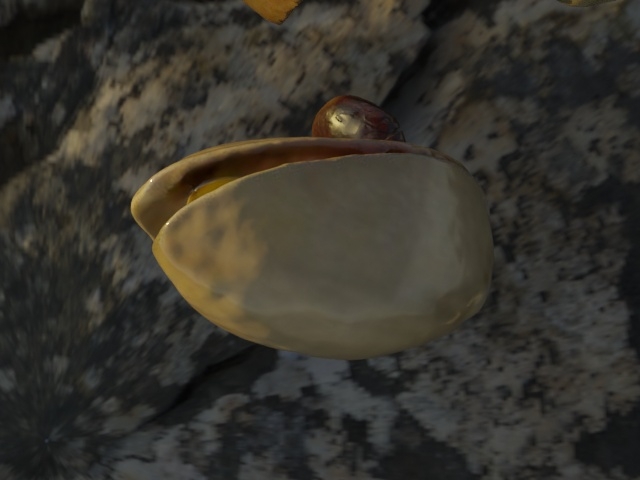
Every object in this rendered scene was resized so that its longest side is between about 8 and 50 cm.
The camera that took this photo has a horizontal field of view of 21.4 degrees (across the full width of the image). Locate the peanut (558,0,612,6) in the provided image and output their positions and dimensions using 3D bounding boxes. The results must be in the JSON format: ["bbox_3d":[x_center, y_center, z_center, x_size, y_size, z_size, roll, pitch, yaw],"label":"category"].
[{"bbox_3d":[0.082,-0.092,0.373,0.113,0.054,0.054,-36,90,-11],"label":"peanut"}]

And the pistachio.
[{"bbox_3d":[0.000,0.000,1.385,0.318,0.214,0.193,9,37,-36],"label":"pistachio"}]

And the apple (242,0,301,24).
[{"bbox_3d":[-0.021,-0.358,1.412,0.314,0.252,0.309,45,105,31],"label":"apple"}]

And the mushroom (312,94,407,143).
[{"bbox_3d":[0.038,-0.091,1.743,0.052,0.123,0.123,-27,88,-35],"label":"mushroom"}]
